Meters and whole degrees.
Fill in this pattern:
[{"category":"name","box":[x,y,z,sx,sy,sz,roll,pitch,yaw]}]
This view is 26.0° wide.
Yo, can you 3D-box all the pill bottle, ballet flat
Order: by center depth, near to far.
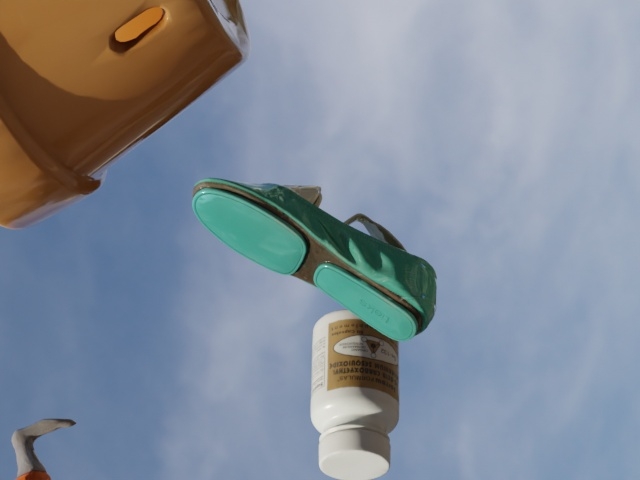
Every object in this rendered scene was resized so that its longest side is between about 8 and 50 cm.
[{"category":"ballet flat","box":[0.000,0.000,1.272,0.087,0.247,0.083,-60,2,-40]},{"category":"pill bottle","box":[0.051,0.226,2.028,0.131,0.131,0.229,53,-149,-49]}]

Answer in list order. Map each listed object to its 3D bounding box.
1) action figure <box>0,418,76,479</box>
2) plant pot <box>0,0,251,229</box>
[{"category":"action figure","box":[-0.308,0.340,1.371,0.341,0.179,0.330,91,178,-79]},{"category":"plant pot","box":[-0.181,-0.179,0.980,0.291,0.203,0.291,-23,-90,-82]}]
